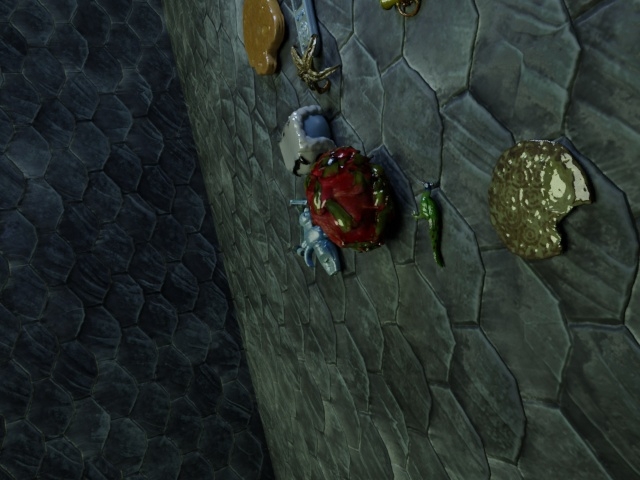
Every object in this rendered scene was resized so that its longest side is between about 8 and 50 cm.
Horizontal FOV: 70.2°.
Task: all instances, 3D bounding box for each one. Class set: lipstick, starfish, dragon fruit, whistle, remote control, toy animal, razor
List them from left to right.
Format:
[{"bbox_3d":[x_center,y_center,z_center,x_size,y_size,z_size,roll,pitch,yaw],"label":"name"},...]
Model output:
[{"bbox_3d":[-0.091,0.039,1.880,0.116,0.037,0.037,-151,54,-62],"label":"lipstick"},{"bbox_3d":[-0.073,-0.071,1.793,0.068,0.037,0.191,4,115,20],"label":"razor"},{"bbox_3d":[-0.046,-0.705,1.448,0.087,0.047,0.244,-3,99,67],"label":"remote control"},{"bbox_3d":[-0.037,-0.321,1.478,0.208,0.156,0.204,133,119,-68],"label":"toy animal"},{"bbox_3d":[-0.031,-0.551,1.404,0.190,0.074,0.146,48,154,11],"label":"starfish"},{"bbox_3d":[0.000,0.000,1.613,0.180,0.093,0.269,-38,66,34],"label":"whistle"},{"bbox_3d":[0.083,-0.109,1.258,0.303,0.237,0.231,64,174,4],"label":"dragon fruit"},{"bbox_3d":[0.188,-0.555,1.055,0.109,0.046,0.057,30,113,49],"label":"whistle"},{"bbox_3d":[0.266,-0.041,1.129,0.075,0.041,0.217,17,120,59],"label":"toy animal"}]

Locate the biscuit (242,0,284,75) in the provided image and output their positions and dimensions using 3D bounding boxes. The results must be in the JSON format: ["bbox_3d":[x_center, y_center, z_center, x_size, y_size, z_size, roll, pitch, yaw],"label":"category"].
[{"bbox_3d":[-0.219,-0.799,1.738,0.351,0.057,0.312,55,147,40],"label":"biscuit"}]

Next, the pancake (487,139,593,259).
[{"bbox_3d":[0.398,-0.077,0.857,0.212,0.029,0.235,56,147,38],"label":"pancake"}]
